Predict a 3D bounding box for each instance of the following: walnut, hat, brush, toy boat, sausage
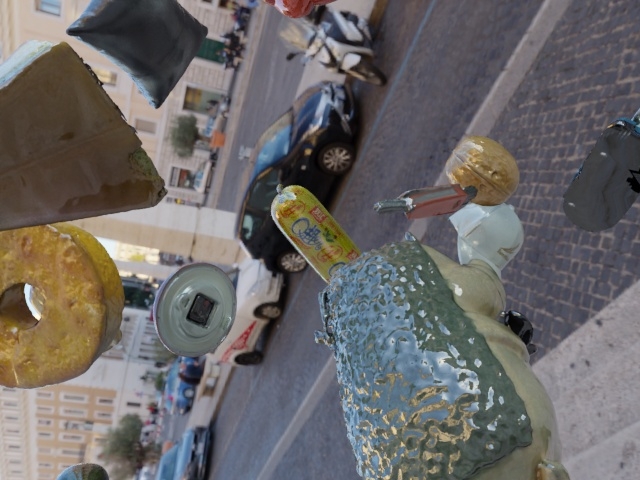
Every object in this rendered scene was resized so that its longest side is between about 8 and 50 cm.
[{"bbox_3d":[0.426,-0.177,1.488,0.165,0.197,0.165,-46,3,3],"label":"walnut"},{"bbox_3d":[0.537,0.032,1.732,0.168,0.258,0.301,-30,43,38],"label":"hat"},{"bbox_3d":[0.255,-0.088,1.338,0.051,0.323,0.070,64,144,24],"label":"brush"},{"bbox_3d":[0.647,-0.144,1.250,0.092,0.134,0.299,-41,-24,-28],"label":"toy boat"},{"bbox_3d":[0.000,0.000,1.423,0.123,0.347,0.123,-38,13,10],"label":"sausage"}]

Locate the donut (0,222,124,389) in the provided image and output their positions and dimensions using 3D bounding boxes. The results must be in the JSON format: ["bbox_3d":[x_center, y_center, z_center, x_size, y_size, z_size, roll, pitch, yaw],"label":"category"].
[{"bbox_3d":[-0.454,0.095,0.916,0.110,0.303,0.303,-34,-40,-73],"label":"donut"}]

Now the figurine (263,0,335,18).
[{"bbox_3d":[-0.002,-0.386,0.587,0.181,0.208,0.257,37,155,60],"label":"figurine"}]

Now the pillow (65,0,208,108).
[{"bbox_3d":[-0.294,-0.352,0.960,0.186,0.106,0.250,-58,-20,-3],"label":"pillow"}]

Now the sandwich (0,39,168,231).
[{"bbox_3d":[-0.296,-0.076,0.623,0.108,0.220,0.186,22,62,42],"label":"sandwich"}]

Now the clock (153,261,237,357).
[{"bbox_3d":[-0.314,0.177,1.452,0.056,0.244,0.244,5,83,47],"label":"clock"}]

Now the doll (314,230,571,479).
[{"bbox_3d":[0.130,0.146,0.635,0.349,0.247,0.247,64,144,40],"label":"doll"}]

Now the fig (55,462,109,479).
[{"bbox_3d":[-0.502,0.530,1.189,0.177,0.117,0.117,160,120,-64],"label":"fig"}]

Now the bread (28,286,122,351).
[{"bbox_3d":[-0.509,0.144,1.178,0.134,0.225,0.081,-41,-3,22],"label":"bread"}]
